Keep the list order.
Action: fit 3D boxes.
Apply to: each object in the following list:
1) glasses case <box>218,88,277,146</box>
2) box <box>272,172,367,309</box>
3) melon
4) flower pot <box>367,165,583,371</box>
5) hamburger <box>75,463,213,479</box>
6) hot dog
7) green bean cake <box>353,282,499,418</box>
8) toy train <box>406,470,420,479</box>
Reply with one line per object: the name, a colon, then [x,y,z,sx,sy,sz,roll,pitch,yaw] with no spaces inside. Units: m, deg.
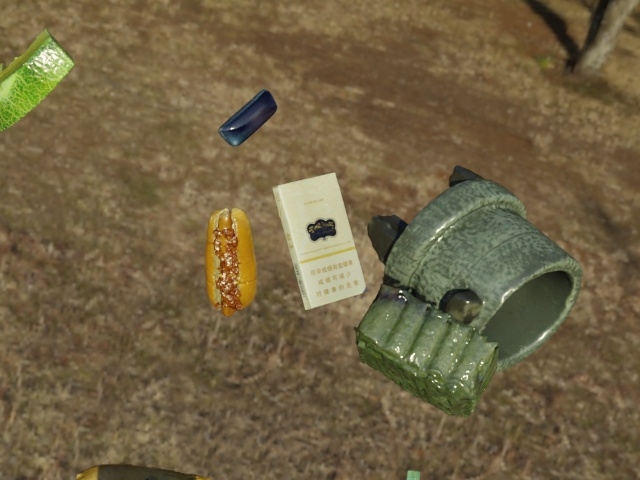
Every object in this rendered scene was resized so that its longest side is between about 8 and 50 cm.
glasses case: [-0.088,-0.151,1.260,0.033,0.083,0.023,51,-13,-21]
box: [0.000,0.000,1.336,0.090,0.166,0.024,-15,-2,-29]
melon: [-0.414,-0.217,1.389,0.064,0.209,0.118,46,34,-25]
flower pot: [0.234,0.053,1.655,0.299,0.299,0.283,-1,40,-44]
hamburger: [-0.244,0.567,1.778,0.445,0.287,0.268,44,31,-12]
hot dog: [-0.176,0.052,1.989,0.102,0.249,0.076,-2,33,-7]
green bean cake: [0.133,0.147,1.287,0.173,0.094,0.181,29,-13,13]
toy train: [0.143,0.406,1.580,0.029,0.045,0.092,6,44,4]
